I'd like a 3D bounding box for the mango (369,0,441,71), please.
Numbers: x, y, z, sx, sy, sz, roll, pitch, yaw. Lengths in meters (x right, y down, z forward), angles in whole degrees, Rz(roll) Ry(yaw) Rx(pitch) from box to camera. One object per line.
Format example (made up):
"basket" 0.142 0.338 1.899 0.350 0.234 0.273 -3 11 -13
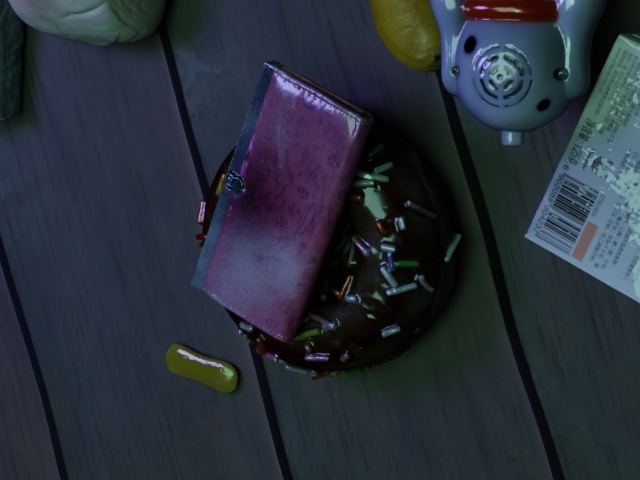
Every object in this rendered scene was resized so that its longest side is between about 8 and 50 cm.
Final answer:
"mango" 0.081 -0.245 1.412 0.098 0.075 0.190 9 110 38

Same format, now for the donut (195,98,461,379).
"donut" 0.000 0.000 1.486 0.270 0.103 0.269 7 104 28

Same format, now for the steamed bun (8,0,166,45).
"steamed bun" -0.239 -0.308 1.540 0.170 0.152 0.238 10 101 30

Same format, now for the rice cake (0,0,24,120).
"rice cake" -0.349 -0.220 1.672 0.069 0.063 0.206 8 104 23

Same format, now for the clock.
"clock" 0.166 -0.205 1.304 0.189 0.189 0.254 4 102 30

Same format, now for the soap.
"soap" -0.122 0.131 1.631 0.089 0.012 0.034 17 107 27

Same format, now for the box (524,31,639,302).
"box" 0.276 -0.059 1.327 0.135 0.081 0.199 32 115 21

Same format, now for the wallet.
"wallet" -0.036 -0.032 1.427 0.119 0.025 0.232 30 115 23
